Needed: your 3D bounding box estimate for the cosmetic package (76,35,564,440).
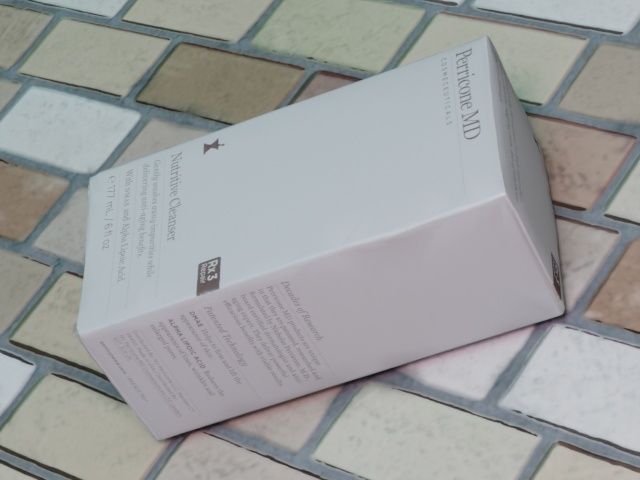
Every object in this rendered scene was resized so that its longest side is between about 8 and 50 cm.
[{"bbox_3d":[0.000,0.000,1.670,0.385,0.156,0.217,-21,40,15],"label":"cosmetic package"}]
